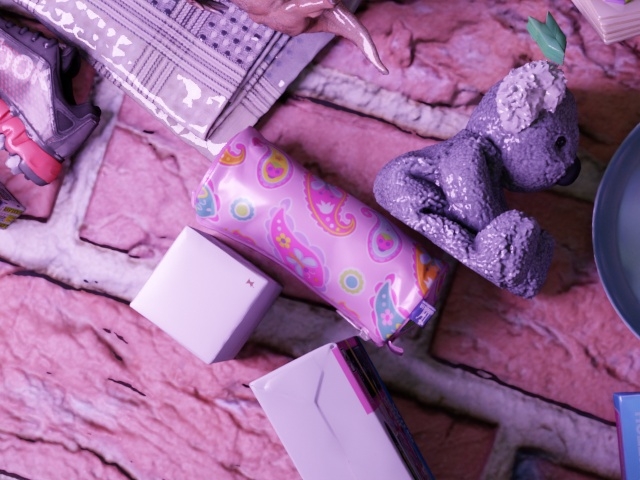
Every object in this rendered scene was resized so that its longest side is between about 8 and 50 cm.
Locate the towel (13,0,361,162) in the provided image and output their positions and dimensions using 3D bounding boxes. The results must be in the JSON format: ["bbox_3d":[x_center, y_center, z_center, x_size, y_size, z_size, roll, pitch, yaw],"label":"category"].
[{"bbox_3d":[-0.133,-0.292,1.838,0.324,0.056,0.312,38,90,4],"label":"towel"}]

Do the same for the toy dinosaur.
[{"bbox_3d":[-0.059,-0.268,1.747,0.296,0.200,0.127,35,51,-19],"label":"toy dinosaur"}]

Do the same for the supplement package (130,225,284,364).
[{"bbox_3d":[-0.115,0.058,1.756,0.105,0.179,0.105,36,89,5],"label":"supplement package"}]

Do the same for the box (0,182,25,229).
[{"bbox_3d":[-0.415,-0.100,1.818,0.036,0.114,0.207,-44,85,1],"label":"box"}]

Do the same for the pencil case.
[{"bbox_3d":[0.000,0.000,1.781,0.284,0.124,0.124,35,90,3],"label":"pencil case"}]

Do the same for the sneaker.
[{"bbox_3d":[-0.340,-0.200,1.827,0.135,0.097,0.276,-36,87,2],"label":"sneaker"}]

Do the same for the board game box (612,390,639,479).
[{"bbox_3d":[0.443,0.309,1.763,0.242,0.064,0.316,-5,87,4],"label":"board game box"}]

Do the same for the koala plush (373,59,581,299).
[{"bbox_3d":[0.187,-0.084,1.744,0.203,0.196,0.221,34,94,15],"label":"koala plush"}]

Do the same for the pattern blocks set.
[{"bbox_3d":[0.341,-0.281,1.742,0.325,0.026,0.285,-26,58,-21],"label":"pattern blocks set"}]

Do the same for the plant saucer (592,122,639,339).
[{"bbox_3d":[0.449,-0.009,1.790,0.317,0.044,0.317,0,88,4],"label":"plant saucer"}]

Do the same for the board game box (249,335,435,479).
[{"bbox_3d":[0.039,0.212,1.675,0.097,0.303,0.224,-29,86,2],"label":"board game box"}]
